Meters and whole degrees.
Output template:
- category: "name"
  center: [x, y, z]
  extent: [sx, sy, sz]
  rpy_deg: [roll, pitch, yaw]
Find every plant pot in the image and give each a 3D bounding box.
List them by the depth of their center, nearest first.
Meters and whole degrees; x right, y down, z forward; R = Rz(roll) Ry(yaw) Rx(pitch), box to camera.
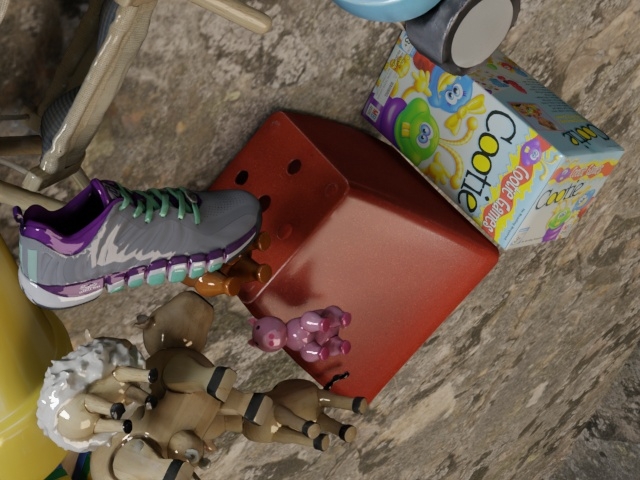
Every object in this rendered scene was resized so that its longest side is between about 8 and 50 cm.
- category: "plant pot"
  center: [-0.359, 0.086, 0.967]
  extent: [0.254, 0.254, 0.239]
  rpy_deg: [-25, 130, -30]
- category: "plant pot"
  center: [0.000, 0.000, 1.285]
  extent: [0.267, 0.267, 0.235]
  rpy_deg: [-49, 137, 10]

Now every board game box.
- category: "board game box"
  center: [0.208, -0.134, 1.322]
  extent: [0.144, 0.275, 0.142]
  rpy_deg: [-9, 136, -45]

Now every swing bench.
- category: "swing bench"
  center: [-0.224, -0.150, 0.892]
  extent: [0.254, 0.165, 0.253]
  rpy_deg: [8, 124, -48]

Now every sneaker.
- category: "sneaker"
  center: [-0.147, -0.016, 0.901]
  extent: [0.223, 0.083, 0.098]
  rpy_deg: [-21, 136, -26]

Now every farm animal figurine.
- category: "farm animal figurine"
  center: [-0.122, 0.148, 1.078]
  extent: [0.327, 0.172, 0.330]
  rpy_deg: [-52, 134, -33]

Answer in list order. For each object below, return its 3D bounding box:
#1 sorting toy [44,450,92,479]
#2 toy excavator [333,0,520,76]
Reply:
- category: "sorting toy"
  center: [-0.358, 0.377, 1.479]
  extent: [0.255, 0.089, 0.257]
  rpy_deg: [-13, 139, -42]
- category: "toy excavator"
  center: [0.109, -0.414, 0.899]
  extent: [0.433, 0.222, 0.445]
  rpy_deg: [-48, 149, 7]
